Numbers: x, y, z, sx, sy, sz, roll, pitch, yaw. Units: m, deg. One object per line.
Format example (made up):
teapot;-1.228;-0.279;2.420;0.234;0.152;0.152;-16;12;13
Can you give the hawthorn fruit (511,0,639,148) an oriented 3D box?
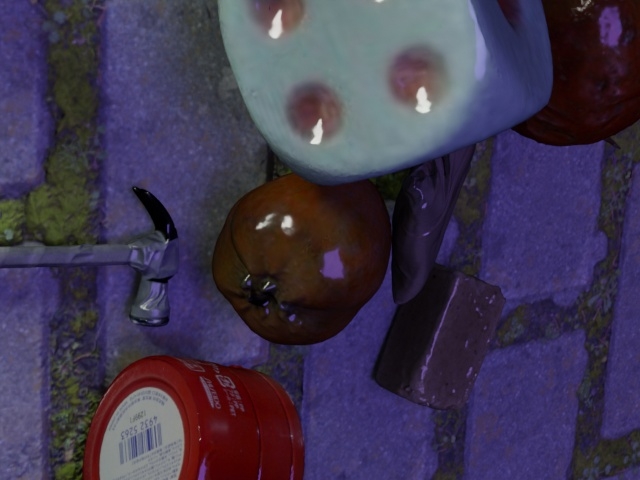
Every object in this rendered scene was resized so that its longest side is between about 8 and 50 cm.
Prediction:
hawthorn fruit;0.301;-0.243;1.620;0.258;0.258;0.262;-6;124;-37

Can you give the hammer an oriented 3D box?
hammer;-0.327;0.026;1.337;0.426;0.044;0.152;-4;106;-37

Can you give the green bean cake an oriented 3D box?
green bean cake;0.155;0.123;1.717;0.109;0.085;0.179;22;89;-41

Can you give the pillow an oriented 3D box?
pillow;0.136;-0.073;1.573;0.173;0.067;0.270;93;16;-45

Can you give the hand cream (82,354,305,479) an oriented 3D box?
hand cream;-0.140;0.237;1.435;0.149;0.230;0.230;19;92;-40

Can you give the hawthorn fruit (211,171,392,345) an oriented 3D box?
hawthorn fruit;0.000;0.000;1.502;0.251;0.199;0.200;-41;127;-43

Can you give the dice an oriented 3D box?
dice;0.071;-0.219;1.363;0.264;0.262;0.268;-39;110;-62
